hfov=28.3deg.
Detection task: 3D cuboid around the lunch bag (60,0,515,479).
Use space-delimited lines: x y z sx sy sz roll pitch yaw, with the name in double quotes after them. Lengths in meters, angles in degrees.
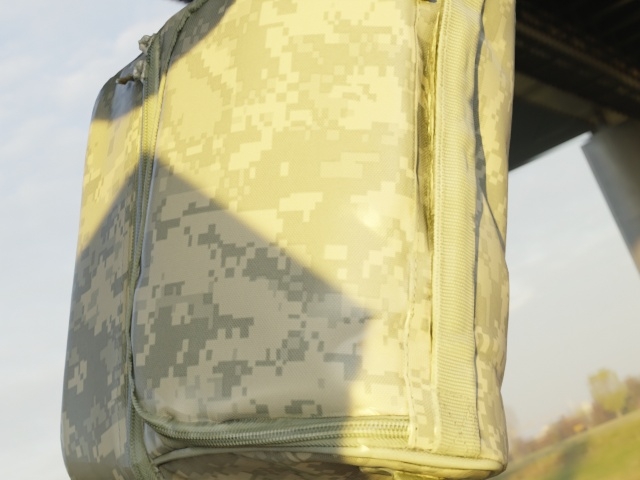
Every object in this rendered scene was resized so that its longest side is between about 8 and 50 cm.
0.000 0.000 0.697 0.212 0.305 0.256 15 -22 -31 "lunch bag"
